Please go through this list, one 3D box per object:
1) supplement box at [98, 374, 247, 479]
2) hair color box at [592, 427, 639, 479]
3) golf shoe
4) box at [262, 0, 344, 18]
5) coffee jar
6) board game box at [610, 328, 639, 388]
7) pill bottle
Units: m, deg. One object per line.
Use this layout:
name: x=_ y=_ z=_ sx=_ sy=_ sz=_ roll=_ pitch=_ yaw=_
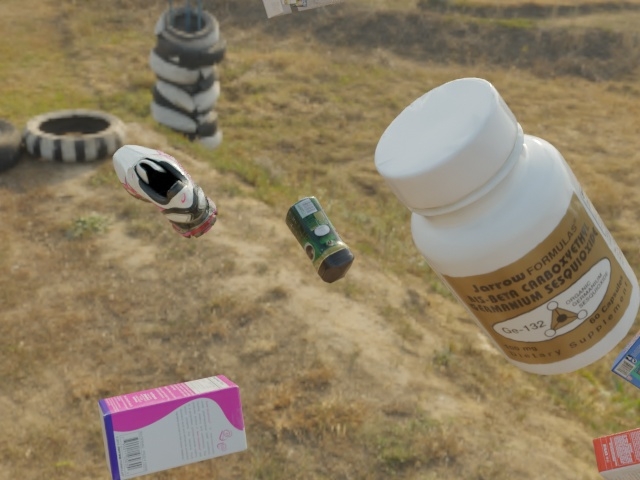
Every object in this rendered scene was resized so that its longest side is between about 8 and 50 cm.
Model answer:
supplement box: x=-0.245 y=0.305 z=1.319 sx=0.220 sy=0.111 sz=0.114 roll=-8 pitch=4 yaw=-20
hair color box: x=0.456 y=0.279 z=1.043 sx=0.167 sy=0.093 sz=0.053 roll=-21 pitch=46 yaw=27
golf shoe: x=-0.195 y=-0.079 z=0.949 sx=0.067 sy=0.086 sz=0.186 roll=-46 pitch=51 yaw=-14
box: x=-0.019 y=-0.458 z=1.316 sx=0.186 sy=0.145 sz=0.038 roll=-7 pitch=33 yaw=20
coffee jar: x=0.000 y=0.000 z=1.758 sx=0.079 sy=0.096 sz=0.184 roll=-23 pitch=69 yaw=-24
board game box: x=0.645 y=0.225 z=1.390 sx=0.210 sy=0.160 sz=0.047 roll=35 pitch=34 yaw=13
pill bottle: x=0.146 y=-0.009 z=0.627 sx=0.131 sy=0.229 sz=0.131 roll=-29 pitch=32 yaw=21
